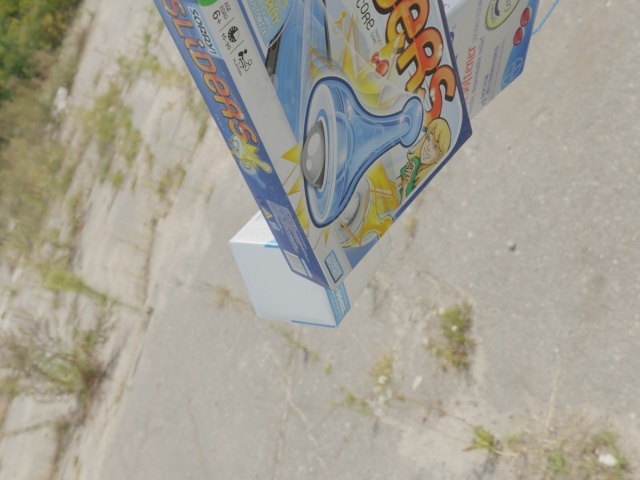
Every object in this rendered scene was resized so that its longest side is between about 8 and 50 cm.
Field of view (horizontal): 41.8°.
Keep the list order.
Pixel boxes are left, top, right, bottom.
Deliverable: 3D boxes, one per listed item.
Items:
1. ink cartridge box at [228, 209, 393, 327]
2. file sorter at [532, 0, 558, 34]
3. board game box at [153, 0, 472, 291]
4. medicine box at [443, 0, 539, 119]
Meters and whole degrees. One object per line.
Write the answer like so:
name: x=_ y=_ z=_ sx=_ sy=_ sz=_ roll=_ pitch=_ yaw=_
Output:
ink cartridge box: x=0.000 y=0.000 z=0.790 sx=0.092 sy=0.089 sz=0.143 roll=4 pitch=36 yaw=33
file sorter: x=0.288 y=-0.418 z=1.321 sx=0.118 sy=0.170 sz=0.104 roll=-57 pitch=21 yaw=9
board game box: x=0.007 y=-0.088 z=0.412 sx=0.035 sy=0.201 sz=0.136 roll=24 pitch=62 yaw=38
medicine box: x=0.127 y=-0.249 z=1.033 sx=0.289 sy=0.149 sz=0.263 roll=-43 pitch=-23 yaw=-19
